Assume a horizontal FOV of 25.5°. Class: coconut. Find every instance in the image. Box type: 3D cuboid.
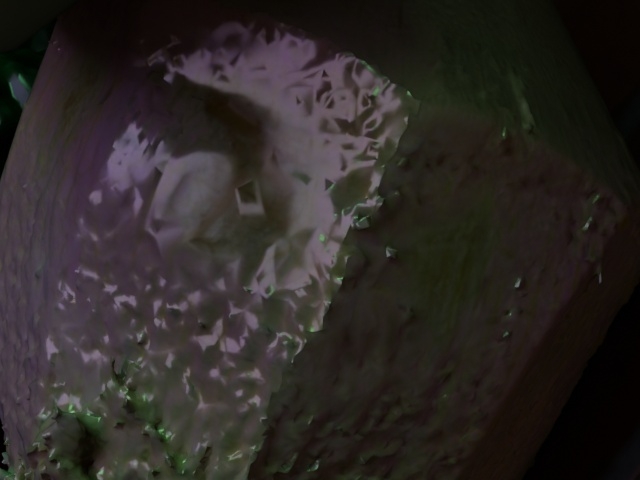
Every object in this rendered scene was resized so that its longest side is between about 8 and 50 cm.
[{"bbox_3d":[0.000,0.000,0.511,0.233,0.233,0.245,37,108,48],"label":"coconut"}]

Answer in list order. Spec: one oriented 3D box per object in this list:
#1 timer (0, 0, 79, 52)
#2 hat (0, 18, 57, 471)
[{"bbox_3d":[-0.028,-0.246,0.384,0.315,0.291,0.291,-27,50,0],"label":"timer"},{"bbox_3d":[-0.200,0.024,0.761,0.274,0.242,0.332,15,126,15],"label":"hat"}]
